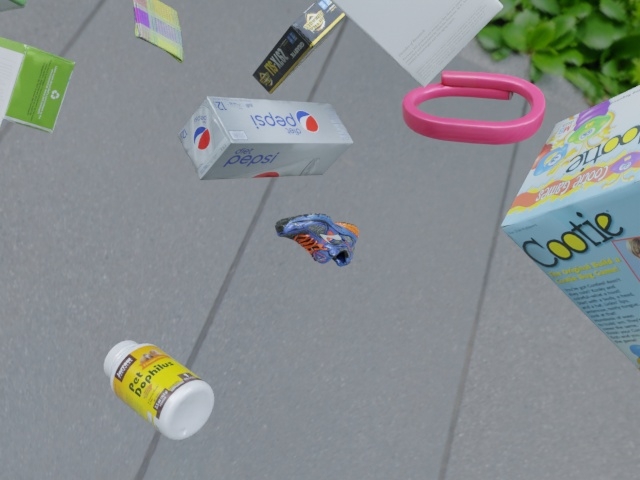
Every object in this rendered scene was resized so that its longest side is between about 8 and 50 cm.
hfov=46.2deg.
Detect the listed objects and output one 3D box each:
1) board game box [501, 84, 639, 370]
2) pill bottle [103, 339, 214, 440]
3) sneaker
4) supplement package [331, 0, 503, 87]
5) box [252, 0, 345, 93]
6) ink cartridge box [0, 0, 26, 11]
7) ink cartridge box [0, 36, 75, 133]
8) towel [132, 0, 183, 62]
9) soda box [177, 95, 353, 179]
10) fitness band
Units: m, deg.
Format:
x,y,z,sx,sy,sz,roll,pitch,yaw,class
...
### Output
x,y,z,sx,sy,sz,roll,pitch,yaw,class
0.313,0.016,0.627,0.275,0.144,0.142,43,59,-15,board game box
-0.304,0.267,1.383,0.215,0.117,0.117,26,49,36,pill bottle
0.000,0.000,1.477,0.221,0.083,0.087,13,71,-44,sneaker
0.105,-0.416,1.167,0.293,0.175,0.177,36,20,-27,supplement package
-0.025,-0.528,1.907,0.079,0.322,0.257,46,67,-8,box
-0.392,-0.377,0.706,0.117,0.201,0.277,-5,87,16,ink cartridge box
-0.551,-0.218,1.313,0.097,0.189,0.255,12,98,-49,ink cartridge box
-0.169,-0.224,0.778,0.060,0.009,0.083,22,42,-43,towel
-0.082,-0.164,1.219,0.286,0.098,0.091,-8,63,-49,soda box
0.315,-0.275,1.559,0.291,0.054,0.209,6,44,14,fitness band
